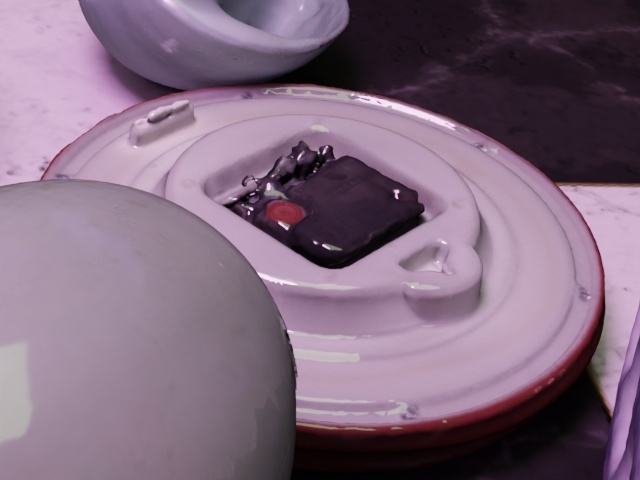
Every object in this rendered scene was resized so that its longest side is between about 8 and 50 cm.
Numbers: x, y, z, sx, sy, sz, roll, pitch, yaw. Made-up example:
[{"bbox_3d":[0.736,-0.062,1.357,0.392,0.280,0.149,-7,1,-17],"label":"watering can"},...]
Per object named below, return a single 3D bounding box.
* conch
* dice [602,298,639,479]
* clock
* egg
[{"bbox_3d":[-0.071,-0.162,1.048,0.185,0.121,0.221,4,33,4],"label":"conch"},{"bbox_3d":[0.272,0.062,0.673,0.271,0.270,0.270,13,34,7],"label":"dice"},{"bbox_3d":[0.000,0.000,0.871,0.318,0.080,0.318,6,34,-4],"label":"clock"},{"bbox_3d":[-0.115,0.086,0.611,0.203,0.203,0.282,20,33,16],"label":"egg"}]
